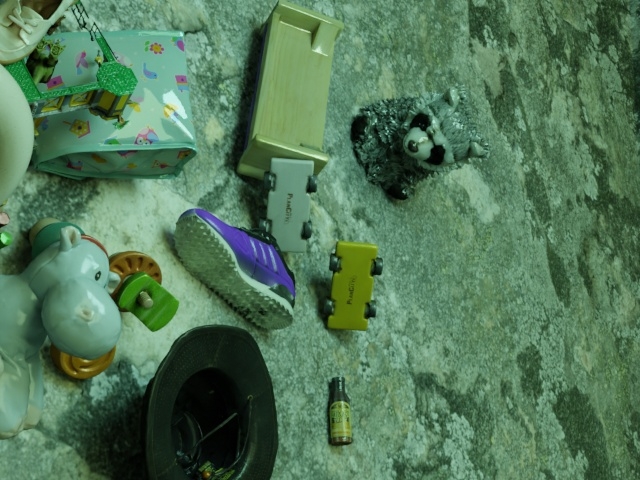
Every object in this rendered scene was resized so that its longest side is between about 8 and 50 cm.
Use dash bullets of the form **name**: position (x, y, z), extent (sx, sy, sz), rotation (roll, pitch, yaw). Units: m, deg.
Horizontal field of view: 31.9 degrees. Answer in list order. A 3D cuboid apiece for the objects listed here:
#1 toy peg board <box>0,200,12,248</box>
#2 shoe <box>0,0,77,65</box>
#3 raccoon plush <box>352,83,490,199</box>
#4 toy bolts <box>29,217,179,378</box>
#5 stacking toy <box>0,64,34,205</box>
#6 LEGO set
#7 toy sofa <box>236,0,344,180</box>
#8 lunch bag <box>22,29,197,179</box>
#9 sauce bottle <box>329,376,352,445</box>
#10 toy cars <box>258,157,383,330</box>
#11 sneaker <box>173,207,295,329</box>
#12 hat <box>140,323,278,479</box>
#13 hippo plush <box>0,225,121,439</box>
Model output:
- **toy peg board**: position (-0.514, -0.053, 1.608), extent (0.161, 0.079, 0.161), rotation (20, 60, -44)
- **shoe**: position (-0.406, -0.327, 1.575), extent (0.076, 0.058, 0.219), rotation (34, 49, -5)
- **raccoon plush**: position (0.263, -0.283, 2.443), extent (0.216, 0.299, 0.446), rotation (51, 42, -21)
- **toy bolts**: position (-0.371, 0.070, 1.720), extent (0.218, 0.158, 0.228), rotation (-45, 128, -6)
- **stacking toy**: position (-0.576, -0.261, 1.479), extent (0.350, 0.350, 0.480), rotation (26, 32, -41)
- **LEGO set**: position (-0.444, -0.259, 1.678), extent (0.255, 0.192, 0.331), rotation (-29, 77, -39)
- **toy sofa**: position (-0.067, -0.273, 2.201), extent (0.150, 0.177, 0.363), rotation (17, 59, -17)
- **lunch bag**: position (-0.348, -0.217, 1.807), extent (0.262, 0.160, 0.223), rotation (-3, 75, -22)
- **sauce bottle**: position (0.036, 0.322, 2.118), extent (0.042, 0.042, 0.128), rotation (17, 60, -45)
- **toy cars**: position (0.000, 0.000, 2.138), extent (0.394, 0.176, 0.087), rotation (52, 14, -21)
- **sneaker**: position (-0.145, 0.023, 2.001), extent (0.293, 0.102, 0.146), rotation (48, 39, -31)
- **hat**: position (-0.205, 0.289, 1.777), extent (0.331, 0.134, 0.331), rotation (-6, 97, -51)
- **hippo plush**: position (-0.380, 0.109, 1.523), extent (0.234, 0.236, 0.294), rotation (72, -8, -53)
